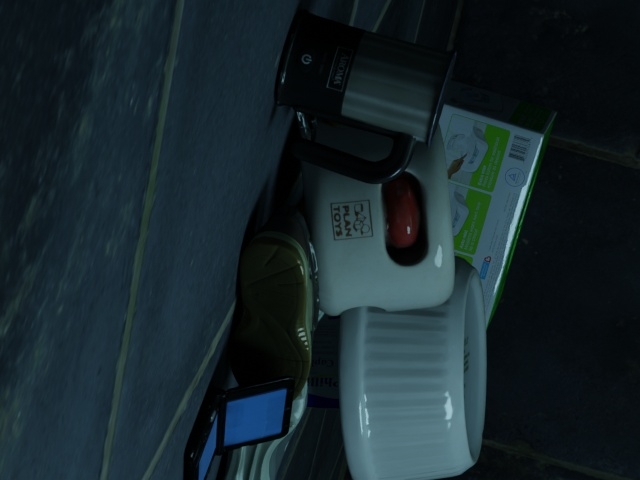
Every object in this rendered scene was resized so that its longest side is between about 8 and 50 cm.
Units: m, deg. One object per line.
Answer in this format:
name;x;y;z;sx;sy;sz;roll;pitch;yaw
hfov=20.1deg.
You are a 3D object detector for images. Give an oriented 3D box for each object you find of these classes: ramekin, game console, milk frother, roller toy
ramekin;0.105;0.135;1.942;0.273;0.127;0.272;0;90;-78
game console;-0.074;0.184;1.639;0.122;0.071;0.107;97;11;-57
milk frother;0.038;-0.123;1.536;0.143;0.135;0.129;-59;165;-70
roller toy;0.045;-0.028;1.704;0.209;0.146;0.191;85;-1;-50

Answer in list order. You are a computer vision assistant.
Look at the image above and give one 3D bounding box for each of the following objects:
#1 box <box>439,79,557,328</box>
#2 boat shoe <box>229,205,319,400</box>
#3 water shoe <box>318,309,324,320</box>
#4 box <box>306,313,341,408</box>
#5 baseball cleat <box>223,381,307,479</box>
box;0.135;-0.056;2.195;0.127;0.231;0.262;-50;155;-67
boat shoe;-0.034;0.061;1.640;0.223;0.080;0.073;94;18;-47
water shoe;0.000;0.000;1.848;0.080;0.073;0.203;89;13;-45
box;0.002;0.092;1.941;0.126;0.072;0.137;-65;152;-63
baseball cleat;-0.066;0.198;1.871;0.109;0.072;0.205;-104;-148;-73
